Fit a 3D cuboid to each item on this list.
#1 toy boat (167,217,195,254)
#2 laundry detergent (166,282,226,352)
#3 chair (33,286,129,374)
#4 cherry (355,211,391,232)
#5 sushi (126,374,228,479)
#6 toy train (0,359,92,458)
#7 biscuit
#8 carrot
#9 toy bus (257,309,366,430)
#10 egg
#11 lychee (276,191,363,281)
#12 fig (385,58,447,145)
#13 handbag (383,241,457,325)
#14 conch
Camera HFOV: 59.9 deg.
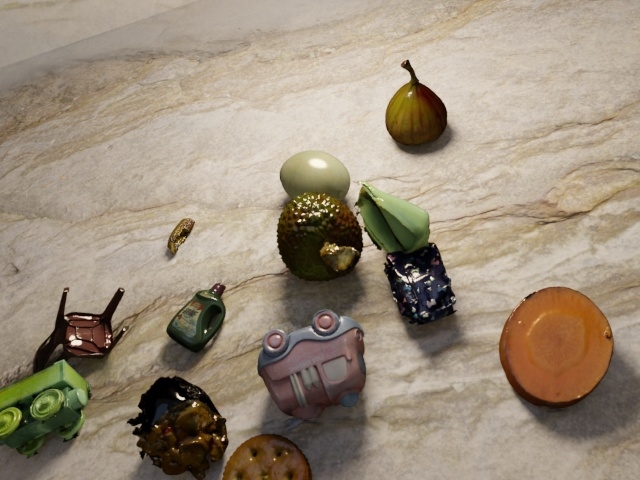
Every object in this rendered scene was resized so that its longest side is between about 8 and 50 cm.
[{"bbox_3d":[-0.481,-0.018,1.903,0.049,0.047,0.149,10,56,21],"label":"toy boat"},{"bbox_3d":[-0.349,0.221,1.670,0.144,0.078,0.222,24,60,27],"label":"laundry detergent"},{"bbox_3d":[-0.733,0.299,1.687,0.326,0.183,0.176,-52,43,32],"label":"chair"},{"bbox_3d":[0.216,-0.037,1.667,0.115,0.188,0.148,-18,85,39],"label":"cherry"},{"bbox_3d":[-0.357,0.480,1.409,0.204,0.213,0.200,31,89,47],"label":"sushi"},{"bbox_3d":[-0.781,0.468,1.545,0.271,0.159,0.188,-24,45,-4],"label":"toy train"},{"bbox_3d":[-0.128,0.580,1.338,0.220,0.066,0.220,-7,53,10],"label":"biscuit"},{"bbox_3d":[0.576,0.264,1.375,0.258,0.100,0.307,8,58,24],"label":"carrot"},{"bbox_3d":[-0.008,0.335,1.426,0.294,0.197,0.232,-20,61,-2],"label":"toy bus"},{"bbox_3d":[-0.020,-0.203,1.834,0.253,0.186,0.186,18,60,26],"label":"egg"},{"bbox_3d":[-0.002,-0.006,1.629,0.270,0.270,0.320,-8,48,9],"label":"lychee"},{"bbox_3d":[0.313,-0.467,1.864,0.217,0.321,0.217,-7,57,10],"label":"fig"},{"bbox_3d":[0.276,0.119,1.557,0.162,0.113,0.260,-13,49,-3],"label":"handbag"},{"bbox_3d":[0.196,-0.051,1.572,0.250,0.143,0.137,21,48,10],"label":"conch"}]
